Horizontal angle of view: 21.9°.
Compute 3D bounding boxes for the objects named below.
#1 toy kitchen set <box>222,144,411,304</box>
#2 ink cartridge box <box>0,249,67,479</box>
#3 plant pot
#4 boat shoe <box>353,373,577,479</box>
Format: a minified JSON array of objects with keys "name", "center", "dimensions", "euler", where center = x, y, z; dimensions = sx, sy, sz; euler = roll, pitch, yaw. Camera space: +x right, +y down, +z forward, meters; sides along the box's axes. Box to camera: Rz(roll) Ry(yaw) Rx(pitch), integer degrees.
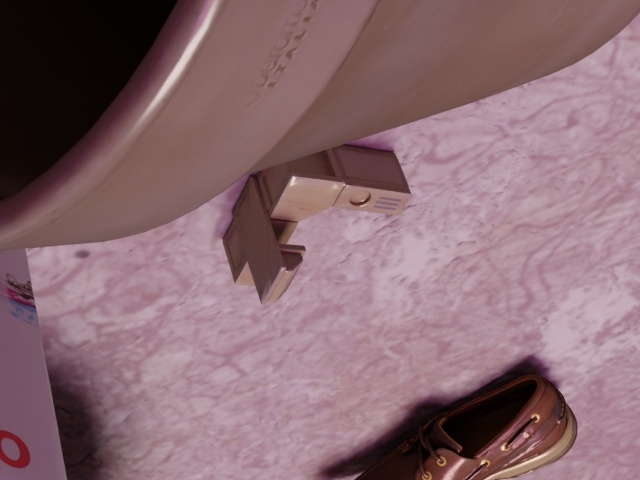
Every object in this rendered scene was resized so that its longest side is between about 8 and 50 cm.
[{"name":"toy kitchen set","center":[0.000,0.000,0.891],"dimensions":[0.075,0.068,0.083],"euler":[7,134,-27]},{"name":"ink cartridge box","center":[-0.253,0.035,0.678],"dimensions":[0.197,0.270,0.198],"euler":[-41,135,24]},{"name":"plant pot","center":[-0.017,-0.156,0.561],"dimensions":[0.280,0.323,0.323],"euler":[0,139,-44]},{"name":"boat shoe","center":[0.081,0.141,1.090],"dimensions":[0.178,0.064,0.060],"euler":[-29,134,2]}]
